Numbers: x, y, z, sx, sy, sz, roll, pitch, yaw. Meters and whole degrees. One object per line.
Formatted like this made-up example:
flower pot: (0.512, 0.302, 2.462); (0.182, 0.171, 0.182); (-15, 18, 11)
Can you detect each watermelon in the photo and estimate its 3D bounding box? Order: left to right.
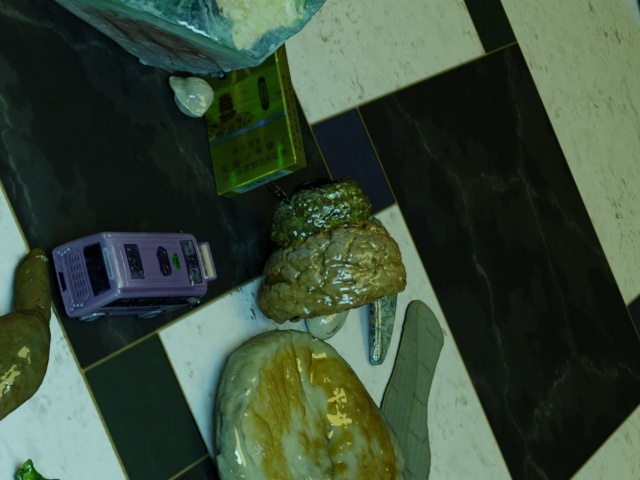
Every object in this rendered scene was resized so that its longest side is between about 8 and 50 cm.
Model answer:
watermelon: (-0.169, -0.303, 2.084); (0.387, 0.258, 0.228); (12, 70, -6)

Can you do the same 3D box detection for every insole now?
insole: (0.123, 0.217, 2.389); (0.119, 0.009, 0.348); (48, 36, -30)

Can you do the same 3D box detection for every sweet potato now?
sweet potato: (-0.294, 0.100, 1.733); (0.075, 0.075, 0.269); (52, 31, -27)

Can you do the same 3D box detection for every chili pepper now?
chili pepper: (-0.265, 0.243, 1.740); (0.091, 0.034, 0.030); (37, 10, -41)

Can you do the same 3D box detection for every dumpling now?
dumpling: (-0.159, -0.178, 2.152); (0.059, 0.043, 0.077); (32, 45, -15)

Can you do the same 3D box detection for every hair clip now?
hair clip: (0.078, 0.060, 2.386); (0.066, 0.036, 0.229); (27, 50, -40)

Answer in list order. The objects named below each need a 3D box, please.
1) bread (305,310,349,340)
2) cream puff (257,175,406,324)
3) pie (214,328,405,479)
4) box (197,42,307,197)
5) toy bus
bread: (0.018, 0.034, 2.291); (0.073, 0.053, 0.214); (44, 38, -42)
cream puff: (0.000, 0.000, 2.144); (0.183, 0.183, 0.169); (-23, 100, -60)
pie: (-0.016, 0.255, 2.082); (0.339, 0.077, 0.339); (31, 48, -42)
box: (-0.086, -0.162, 2.174); (0.030, 0.121, 0.193); (14, 60, -55)
toy bus: (-0.196, 0.036, 1.901); (0.178, 0.098, 0.087); (1, 71, -58)
